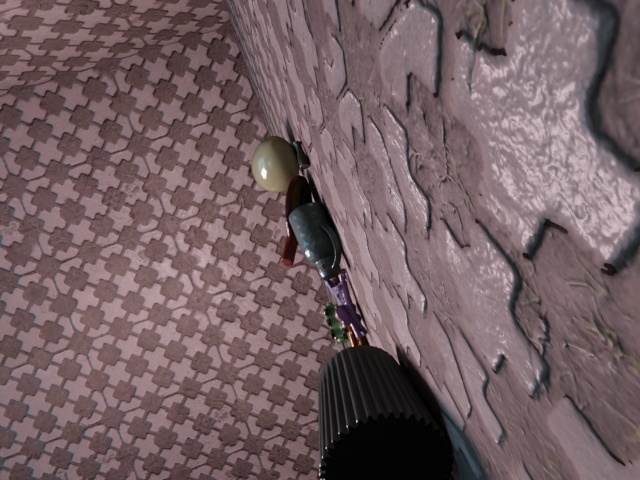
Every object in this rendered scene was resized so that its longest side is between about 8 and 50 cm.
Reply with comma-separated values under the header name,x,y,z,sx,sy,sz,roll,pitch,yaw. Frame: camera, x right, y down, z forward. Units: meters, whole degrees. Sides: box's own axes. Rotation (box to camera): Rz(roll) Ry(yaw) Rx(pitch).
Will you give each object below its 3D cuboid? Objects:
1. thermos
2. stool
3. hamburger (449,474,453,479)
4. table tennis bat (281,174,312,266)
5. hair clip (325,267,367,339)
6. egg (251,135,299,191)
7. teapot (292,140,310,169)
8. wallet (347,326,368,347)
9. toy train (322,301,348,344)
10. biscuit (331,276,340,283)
name,x,y,z,sx,sy,sz,roll,pitch,yaw
thermos,0.000,0.000,1.604,0.182,0.145,0.286,-51,57,51
stool,0.131,0.453,1.088,0.330,0.297,0.297,-108,-1,-74
hamburger,0.308,0.632,1.060,0.133,0.062,0.140,77,174,-47
table tennis bat,-0.098,-0.084,1.793,0.268,0.051,0.414,65,-150,-52
hair clip,0.103,0.252,1.716,0.137,0.090,0.278,-12,-97,-60
egg,-0.203,-0.347,1.955,0.295,0.218,0.218,97,154,-62
teapot,-0.073,-0.324,1.629,0.043,0.043,0.110,87,166,-74
wallet,0.150,0.384,1.898,0.141,0.067,0.241,69,-176,-72
toy train,0.075,0.367,1.907,0.125,0.081,0.194,51,-162,-54
biscuit,0.063,0.172,2.163,0.176,0.031,0.228,177,73,-84
